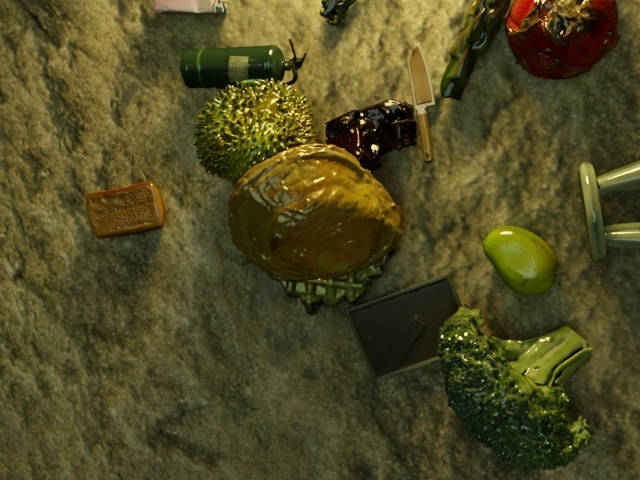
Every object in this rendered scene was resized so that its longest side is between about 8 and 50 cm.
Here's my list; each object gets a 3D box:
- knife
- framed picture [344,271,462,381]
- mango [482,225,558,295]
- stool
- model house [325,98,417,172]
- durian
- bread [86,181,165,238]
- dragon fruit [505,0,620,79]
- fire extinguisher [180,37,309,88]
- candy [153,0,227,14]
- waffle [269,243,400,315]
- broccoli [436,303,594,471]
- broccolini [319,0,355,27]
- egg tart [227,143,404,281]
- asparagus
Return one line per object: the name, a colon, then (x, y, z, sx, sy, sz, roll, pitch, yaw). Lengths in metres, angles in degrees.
knife: (0.221, -0.292, 1.770, 0.046, 0.022, 0.256, -8, 90, 28)
framed picture: (0.199, 0.192, 1.824, 0.250, 0.016, 0.184, -22, 97, 17)
mango: (0.415, 0.038, 1.712, 0.117, 0.089, 0.163, -37, 84, 18)
stool: (0.601, -0.068, 1.584, 0.199, 0.195, 0.195, -10, 93, 17)
model house: (0.103, -0.220, 1.746, 0.203, 0.164, 0.141, -27, 93, 18)
durian: (-0.133, -0.229, 1.770, 0.291, 0.291, 0.224, 2, 104, 18)
bread: (-0.460, -0.071, 1.993, 0.200, 0.077, 0.116, -9, 92, 17)
dragon fruit: (0.465, -0.424, 1.608, 0.224, 0.148, 0.218, 7, 98, 17)
fire extinguisher: (-0.157, -0.385, 1.851, 0.294, 0.093, 0.118, 2, 123, 18)
candy: (-0.294, -0.556, 1.882, 0.160, 0.073, 0.092, 5, 103, 17)
waffle: (0.000, 0.000, 1.855, 0.297, 0.073, 0.317, -40, 86, 17)
broccoli: (0.386, 0.299, 1.693, 0.375, 0.302, 0.249, 47, 133, 29)
broccolini: (0.104, -0.555, 1.779, 0.254, 0.071, 0.057, -37, 43, 12)
egg tart: (-0.019, -0.023, 1.682, 0.339, 0.153, 0.351, -29, 126, 12)
asparagus: (0.320, -0.425, 1.697, 0.080, 0.080, 0.287, 30, 110, 12)
